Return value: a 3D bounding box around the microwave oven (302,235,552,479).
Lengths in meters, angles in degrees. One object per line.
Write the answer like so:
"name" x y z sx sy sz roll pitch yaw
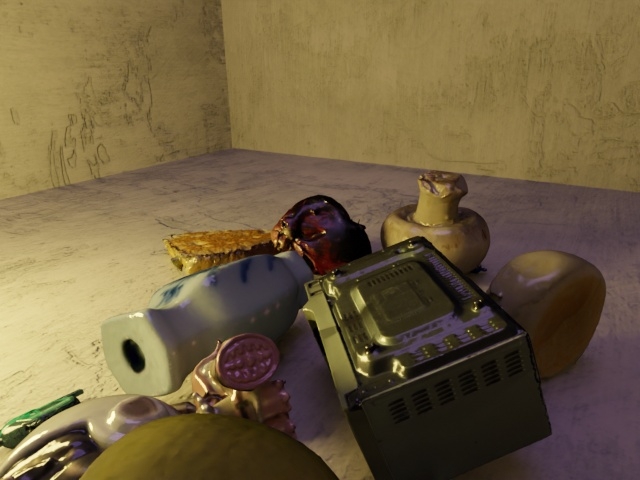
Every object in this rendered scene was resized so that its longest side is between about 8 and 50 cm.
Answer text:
"microwave oven" 0.140 0.163 0.776 0.287 0.218 0.355 -23 23 0

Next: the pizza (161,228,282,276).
"pizza" -0.277 0.031 1.388 0.436 0.080 0.392 -3 10 2

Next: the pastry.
"pastry" 0.411 0.138 0.910 0.265 0.264 0.133 -13 26 -29

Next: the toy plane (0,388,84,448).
"toy plane" -0.473 0.300 0.762 0.096 0.060 0.235 5 17 37

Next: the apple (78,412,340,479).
"apple" -0.091 0.266 0.331 0.292 0.291 0.254 3 8 10

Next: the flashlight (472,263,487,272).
"flashlight" 0.432 0.061 1.395 0.058 0.035 0.121 -3 21 -5

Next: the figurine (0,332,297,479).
"figurine" -0.195 0.278 0.574 0.211 0.252 0.361 -4 19 46

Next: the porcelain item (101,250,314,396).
"porcelain item" -0.190 0.137 0.937 0.243 0.178 0.405 -18 5 37

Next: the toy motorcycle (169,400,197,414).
"toy motorcycle" -0.166 0.273 0.793 0.216 0.079 0.122 -7 23 -15

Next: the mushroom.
"mushroom" 0.314 -0.046 1.323 0.298 0.289 0.297 -1 22 0

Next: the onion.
"onion" 0.014 0.001 1.335 0.281 0.221 0.281 25 23 -11
